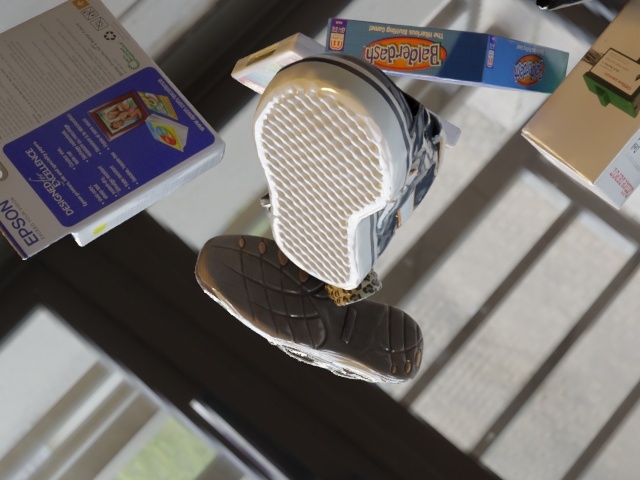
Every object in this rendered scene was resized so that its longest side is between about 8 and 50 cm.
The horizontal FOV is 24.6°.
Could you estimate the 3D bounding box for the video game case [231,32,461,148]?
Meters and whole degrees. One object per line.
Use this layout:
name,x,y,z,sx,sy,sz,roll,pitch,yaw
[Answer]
video game case,0.020,-0.155,1.637,0.204,0.025,0.285,29,174,-14

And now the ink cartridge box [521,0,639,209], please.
ink cartridge box,0.306,-0.146,1.387,0.092,0.219,0.160,42,-172,20

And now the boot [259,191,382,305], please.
boot,-0.001,0.001,1.985,0.178,0.085,0.236,64,168,-4

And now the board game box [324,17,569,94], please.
board game box,0.123,-0.172,1.381,0.160,0.047,0.210,10,-172,29

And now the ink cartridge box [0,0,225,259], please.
ink cartridge box,-0.332,-0.145,1.867,0.303,0.307,0.072,50,155,17

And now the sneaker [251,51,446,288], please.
sneaker,0.027,-0.079,1.131,0.126,0.127,0.321,32,160,8

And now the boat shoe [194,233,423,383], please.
boat shoe,-0.029,0.112,2.016,0.355,0.132,0.130,31,150,-20

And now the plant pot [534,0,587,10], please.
plant pot,0.286,-0.340,1.357,0.167,0.188,0.187,145,110,-81
